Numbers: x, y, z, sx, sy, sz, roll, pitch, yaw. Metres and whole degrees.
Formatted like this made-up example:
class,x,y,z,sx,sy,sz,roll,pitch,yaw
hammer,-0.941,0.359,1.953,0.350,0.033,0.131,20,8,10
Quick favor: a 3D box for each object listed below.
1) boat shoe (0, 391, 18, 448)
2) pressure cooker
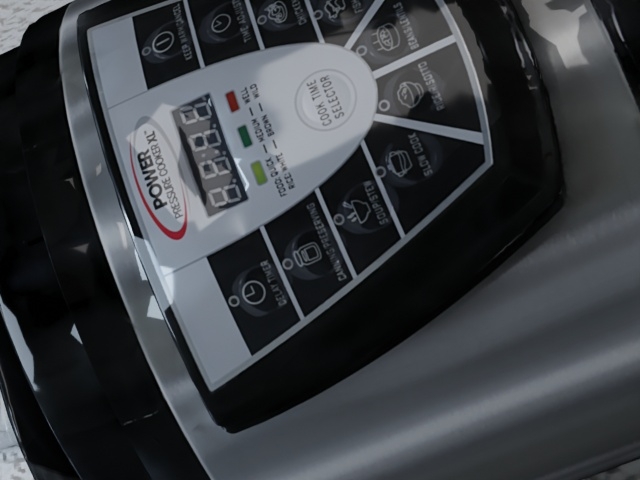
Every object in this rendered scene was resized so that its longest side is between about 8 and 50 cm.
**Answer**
class,x,y,z,sx,sy,sz,roll,pitch,yaw
boat shoe,-0.251,0.079,0.895,0.063,0.066,0.184,-8,52,1
pressure cooker,0.002,0.003,0.650,0.420,0.375,0.370,-22,27,8
